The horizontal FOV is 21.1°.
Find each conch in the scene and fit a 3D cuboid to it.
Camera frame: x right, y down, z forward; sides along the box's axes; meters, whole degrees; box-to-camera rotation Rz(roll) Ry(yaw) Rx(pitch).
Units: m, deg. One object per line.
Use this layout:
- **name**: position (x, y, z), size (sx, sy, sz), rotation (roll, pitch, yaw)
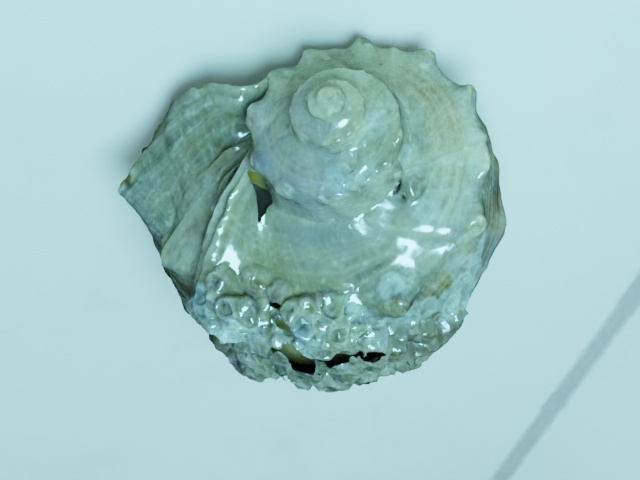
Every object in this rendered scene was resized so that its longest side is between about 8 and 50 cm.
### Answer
- **conch**: position (0.000, 0.000, 0.851), size (0.178, 0.163, 0.245), rotation (26, 159, 21)
